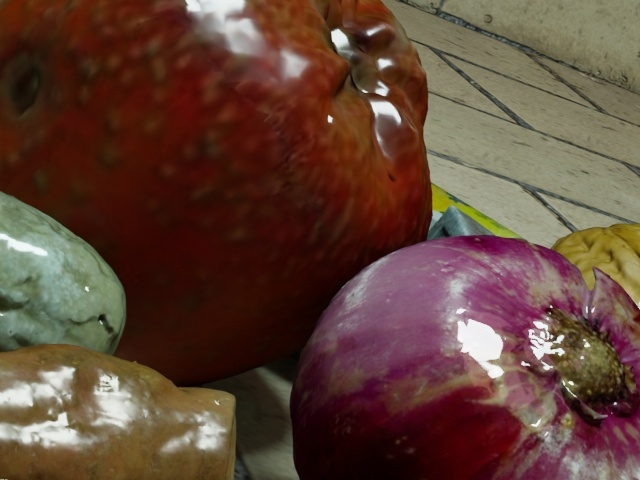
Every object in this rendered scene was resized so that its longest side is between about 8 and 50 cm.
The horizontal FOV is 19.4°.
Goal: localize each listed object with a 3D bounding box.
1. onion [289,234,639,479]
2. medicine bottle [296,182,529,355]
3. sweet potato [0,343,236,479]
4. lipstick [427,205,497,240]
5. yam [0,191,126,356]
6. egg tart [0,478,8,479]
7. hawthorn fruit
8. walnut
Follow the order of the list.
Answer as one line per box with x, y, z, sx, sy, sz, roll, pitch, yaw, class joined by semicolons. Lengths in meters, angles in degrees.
0.077;0.104;0.911;0.201;0.207;0.200;-16;7;2;onion
0.000;0.000;1.220;0.293;0.141;0.141;32;16;28;medicine bottle
-0.128;0.089;0.796;0.252;0.097;0.097;16;17;-35;sweet potato
0.200;0.119;1.093;0.371;0.079;0.076;34;14;-18;lipstick
-0.246;0.000;0.842;0.330;0.133;0.133;20;15;-16;yam
-0.127;0.122;0.648;0.191;0.074;0.191;11;-2;0;egg tart
-0.083;-0.045;1.023;0.275;0.300;0.275;56;1;-1;hawthorn fruit
0.224;0.064;1.378;0.144;0.144;0.180;17;20;-28;walnut
